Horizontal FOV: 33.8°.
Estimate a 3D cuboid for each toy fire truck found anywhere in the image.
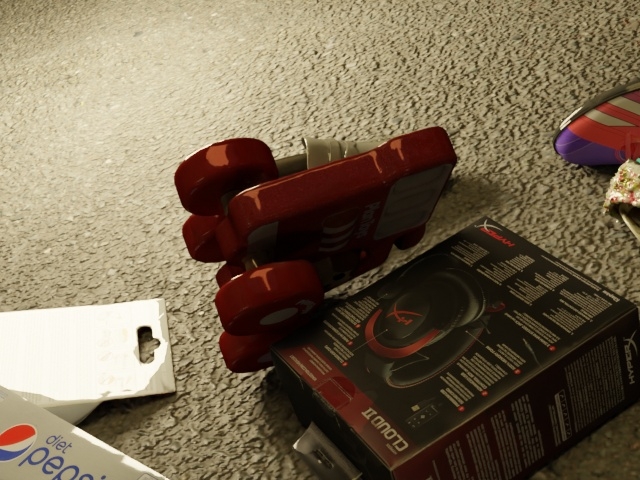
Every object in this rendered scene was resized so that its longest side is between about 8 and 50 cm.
[{"bbox_3d":[0.000,0.000,1.066,0.254,0.302,0.169,-17,70,-10],"label":"toy fire truck"}]

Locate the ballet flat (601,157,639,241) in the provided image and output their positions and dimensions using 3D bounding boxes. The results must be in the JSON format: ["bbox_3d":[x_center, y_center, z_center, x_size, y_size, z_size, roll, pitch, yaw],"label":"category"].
[{"bbox_3d":[0.374,-0.008,1.067,0.077,0.091,0.241,-51,31,6],"label":"ballet flat"}]

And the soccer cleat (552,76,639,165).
[{"bbox_3d":[0.421,-0.124,1.181,0.318,0.108,0.116,-13,62,20],"label":"soccer cleat"}]

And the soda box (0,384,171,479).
[{"bbox_3d":[-0.237,0.236,0.980,0.286,0.098,0.091,16,48,41],"label":"soda box"}]

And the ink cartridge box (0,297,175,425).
[{"bbox_3d":[-0.287,0.147,1.194,0.232,0.066,0.189,-1,31,-12],"label":"ink cartridge box"}]

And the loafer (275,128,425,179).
[{"bbox_3d":[0.009,-0.077,1.293,0.319,0.111,0.112,-20,34,-2],"label":"loafer"}]

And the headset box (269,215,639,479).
[{"bbox_3d":[0.110,0.124,0.960,0.293,0.110,0.218,-30,35,-17],"label":"headset box"}]
